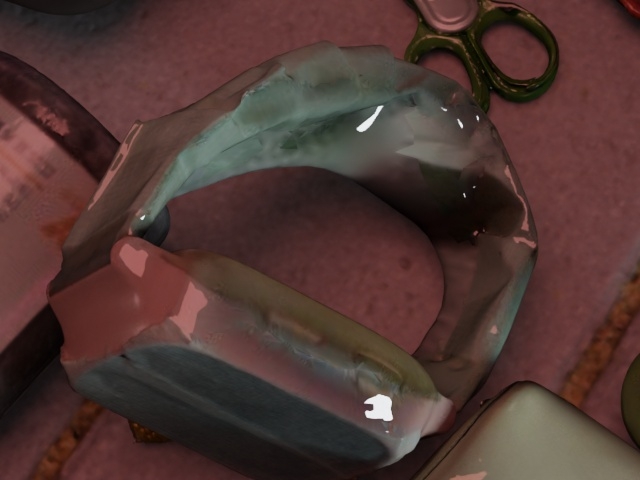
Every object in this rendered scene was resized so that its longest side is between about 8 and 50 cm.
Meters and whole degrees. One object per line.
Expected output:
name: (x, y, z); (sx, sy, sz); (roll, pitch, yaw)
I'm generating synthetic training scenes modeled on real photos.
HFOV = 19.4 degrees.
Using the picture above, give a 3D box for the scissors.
scissors: (0.071, -0.167, 1.212); (0.101, 0.027, 0.204); (-24, 69, -7)

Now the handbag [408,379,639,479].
handbag: (0.157, 0.239, 0.995); (0.315, 0.109, 0.241); (41, 79, 16)

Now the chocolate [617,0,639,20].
chocolate: (0.254, -0.232, 1.157); (0.221, 0.221, 0.147); (26, 46, 16)

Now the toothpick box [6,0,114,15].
toothpick box: (-0.211, -0.266, 1.201); (0.316, 0.229, 0.229); (20, 71, 13)

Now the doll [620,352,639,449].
doll: (0.319, 0.016, 1.022); (0.198, 0.186, 0.322); (36, 78, 10)

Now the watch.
watch: (0.000, 0.000, 1.049); (0.253, 0.162, 0.241); (29, 64, -24)

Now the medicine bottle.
medicine bottle: (-0.231, 0.033, 1.091); (0.165, 0.165, 0.273); (38, 76, 19)

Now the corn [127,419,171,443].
corn: (-0.071, 0.096, 1.115); (0.092, 0.037, 0.037); (-19, 67, -3)
